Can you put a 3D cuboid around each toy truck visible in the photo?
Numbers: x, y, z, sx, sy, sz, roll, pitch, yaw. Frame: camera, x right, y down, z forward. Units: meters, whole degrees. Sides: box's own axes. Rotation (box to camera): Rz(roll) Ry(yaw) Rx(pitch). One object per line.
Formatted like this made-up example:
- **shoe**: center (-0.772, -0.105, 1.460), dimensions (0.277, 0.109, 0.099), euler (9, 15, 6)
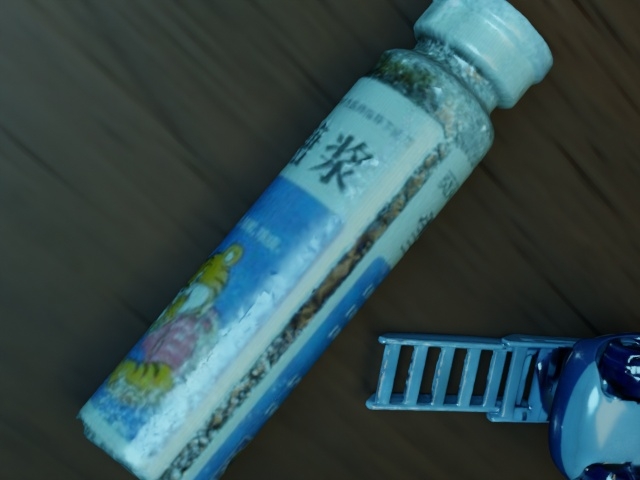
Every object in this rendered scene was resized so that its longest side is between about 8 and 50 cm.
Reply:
- **toy truck**: center (0.091, 0.059, 0.434), dimensions (0.136, 0.074, 0.063), euler (7, 100, -27)

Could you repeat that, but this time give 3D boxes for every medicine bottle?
- **medicine bottle**: center (0.000, 0.000, 0.391), dimensions (0.051, 0.051, 0.191), euler (43, 83, -27)
